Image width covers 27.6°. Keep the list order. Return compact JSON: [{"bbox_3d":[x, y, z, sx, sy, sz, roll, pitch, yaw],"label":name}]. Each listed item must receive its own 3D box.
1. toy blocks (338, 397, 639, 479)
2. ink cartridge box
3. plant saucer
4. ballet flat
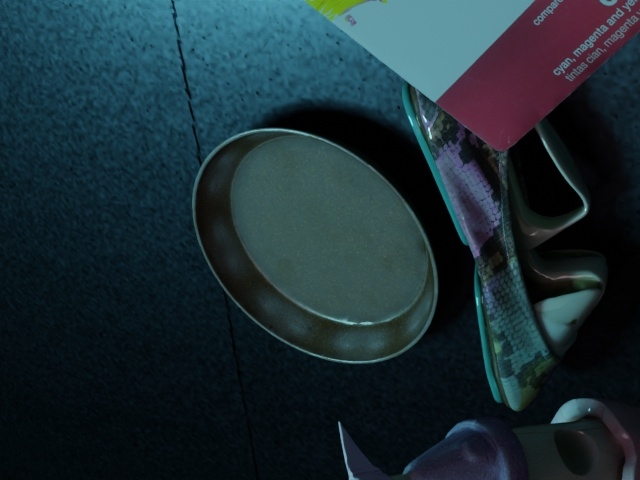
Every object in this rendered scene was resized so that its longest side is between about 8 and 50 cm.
[{"bbox_3d":[0.146,0.213,0.620,0.309,0.260,0.288,-45,56,47],"label":"toy blocks"},{"bbox_3d":[0.060,-0.157,0.543,0.176,0.128,0.127,36,138,-8],"label":"ink cartridge box"},{"bbox_3d":[0.000,0.000,0.793,0.168,0.029,0.168,19,131,23],"label":"plant saucer"},{"bbox_3d":[0.108,-0.001,0.695,0.079,0.077,0.221,-11,117,17],"label":"ballet flat"}]
